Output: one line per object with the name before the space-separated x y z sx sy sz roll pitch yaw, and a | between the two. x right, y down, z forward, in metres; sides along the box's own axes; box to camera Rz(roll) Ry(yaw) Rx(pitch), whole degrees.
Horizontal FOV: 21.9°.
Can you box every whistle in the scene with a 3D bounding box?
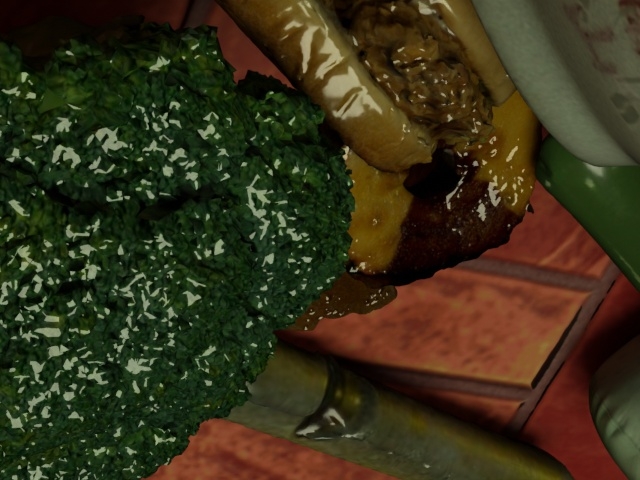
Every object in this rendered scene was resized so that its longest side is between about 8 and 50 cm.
whistle | 0.033 0.117 1.061 0.326 0.057 0.068 24 161 -34

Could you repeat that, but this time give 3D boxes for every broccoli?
broccoli | -0.120 -0.005 0.721 0.269 0.241 0.261 2 137 0

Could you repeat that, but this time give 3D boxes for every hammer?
hammer | 0.217 0.026 1.008 0.206 0.119 0.335 -36 131 10

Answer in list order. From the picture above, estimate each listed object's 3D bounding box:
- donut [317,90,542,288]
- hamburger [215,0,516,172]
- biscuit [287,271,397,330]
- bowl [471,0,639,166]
donut | 0.053 -0.041 0.918 0.140 0.059 0.140 -15 123 -25
hamburger | 0.021 -0.120 0.771 0.118 0.191 0.182 -44 123 14
biscuit | 0.000 0.000 0.976 0.119 0.019 0.130 5 126 -23
bowl | 0.173 -0.148 0.698 0.196 0.435 0.435 -22 135 26
